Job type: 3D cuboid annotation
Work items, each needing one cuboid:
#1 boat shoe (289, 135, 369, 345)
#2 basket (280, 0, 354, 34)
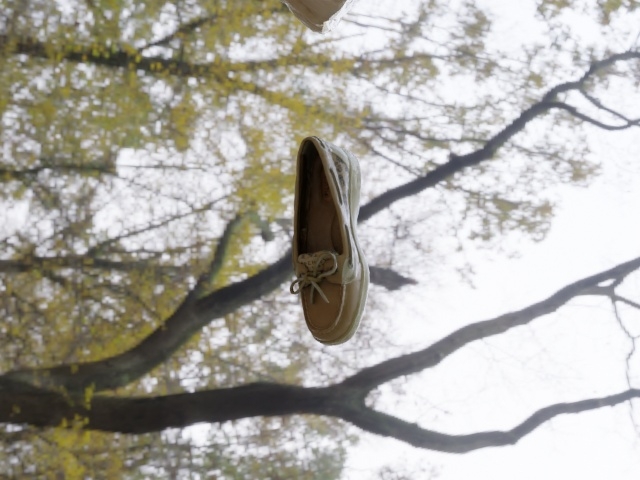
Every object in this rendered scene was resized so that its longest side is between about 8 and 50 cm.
[{"bbox_3d":[0.000,0.000,1.293,0.105,0.089,0.285,-14,-112,30],"label":"boat shoe"},{"bbox_3d":[-0.027,-0.333,0.592,0.266,0.331,0.328,-52,-171,15],"label":"basket"}]
